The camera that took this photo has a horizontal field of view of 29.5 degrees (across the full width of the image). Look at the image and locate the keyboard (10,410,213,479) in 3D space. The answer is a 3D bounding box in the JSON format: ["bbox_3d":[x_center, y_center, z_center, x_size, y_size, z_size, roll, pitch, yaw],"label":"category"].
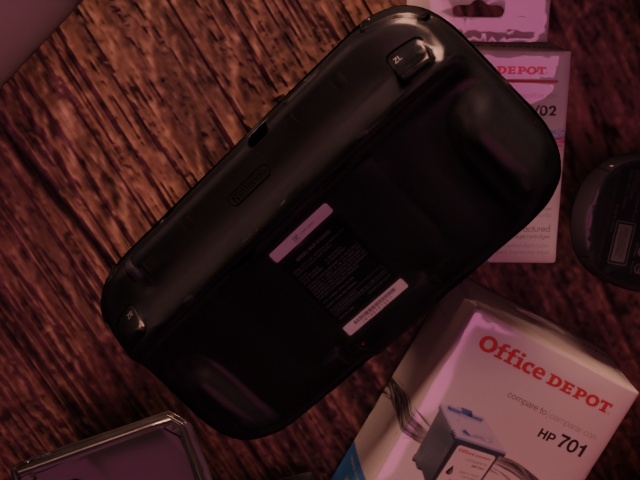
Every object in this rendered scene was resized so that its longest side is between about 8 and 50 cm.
[{"bbox_3d":[-0.131,0.289,0.789,0.201,0.033,0.317,-18,88,-10],"label":"keyboard"}]

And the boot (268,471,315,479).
[{"bbox_3d":[-0.179,0.391,0.870,0.445,0.146,0.367,-14,93,-7],"label":"boot"}]

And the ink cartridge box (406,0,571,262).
[{"bbox_3d":[0.108,-0.079,0.820,0.104,0.061,0.181,0,105,-4],"label":"ink cartridge box"}]

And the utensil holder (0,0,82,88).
[{"bbox_3d":[-0.342,-0.127,0.636,0.327,0.327,0.385,43,99,-14],"label":"utensil holder"}]

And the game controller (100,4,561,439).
[{"bbox_3d":[0.000,0.000,0.800,0.166,0.067,0.319,42,112,-15],"label":"game controller"}]

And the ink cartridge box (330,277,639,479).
[{"bbox_3d":[0.112,0.144,0.871,0.140,0.082,0.190,27,103,-11],"label":"ink cartridge box"}]

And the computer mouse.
[{"bbox_3d":[0.280,0.031,0.870,0.262,0.060,0.184,3,101,-18],"label":"computer mouse"}]

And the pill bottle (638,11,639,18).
[{"bbox_3d":[0.306,-0.208,0.773,0.123,0.123,0.219,33,100,-12],"label":"pill bottle"}]
